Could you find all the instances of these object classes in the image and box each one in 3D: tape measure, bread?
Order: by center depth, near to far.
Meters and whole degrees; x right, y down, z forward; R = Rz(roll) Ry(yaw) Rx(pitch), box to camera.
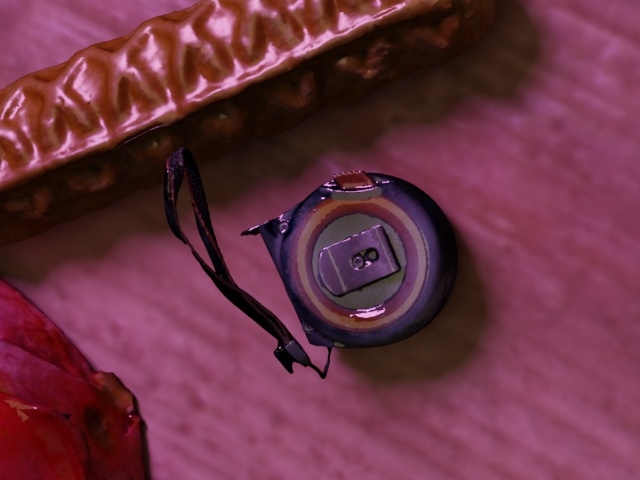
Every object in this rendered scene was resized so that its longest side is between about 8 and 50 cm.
[{"bbox_3d":[0.001,0.004,0.754,0.107,0.180,0.104,-27,69,16],"label":"tape measure"},{"bbox_3d":[-0.075,-0.084,0.815,0.368,0.084,0.077,-21,47,17],"label":"bread"}]

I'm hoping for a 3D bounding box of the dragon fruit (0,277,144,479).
[{"bbox_3d":[-0.296,0.171,0.811,0.371,0.249,0.386,-10,92,11],"label":"dragon fruit"}]
